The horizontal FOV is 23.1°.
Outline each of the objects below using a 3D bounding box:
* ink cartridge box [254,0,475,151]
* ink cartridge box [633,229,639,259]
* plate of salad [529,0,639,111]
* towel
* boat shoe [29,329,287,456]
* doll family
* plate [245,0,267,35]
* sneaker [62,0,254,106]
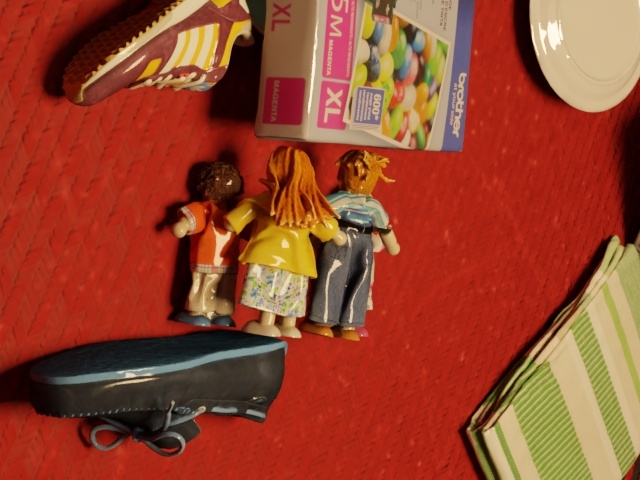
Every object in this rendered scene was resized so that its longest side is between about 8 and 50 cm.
[{"bbox_3d":[0.059,-0.173,1.370,0.311,0.065,0.185,-1,97,-58],"label":"ink cartridge box"},{"bbox_3d":[0.442,-0.092,1.751,0.224,0.045,0.223,-41,157,-34],"label":"ink cartridge box"},{"bbox_3d":[0.276,-0.233,1.631,0.200,0.048,0.199,-3,95,-42],"label":"plate of salad"},{"bbox_3d":[0.284,0.183,1.712,0.325,0.038,0.247,-47,128,-34],"label":"towel"},{"bbox_3d":[-0.115,0.127,1.235,0.258,0.109,0.089,-1,100,-44],"label":"boat shoe"},{"bbox_3d":[0.000,0.000,1.325,0.263,0.118,0.163,7,90,-46],"label":"doll family"},{"bbox_3d":[-0.021,-0.256,1.336,0.188,0.024,0.188,-8,101,-46],"label":"plate"},{"bbox_3d":[-0.118,-0.141,1.218,0.185,0.070,0.084,-43,119,-32],"label":"sneaker"}]
